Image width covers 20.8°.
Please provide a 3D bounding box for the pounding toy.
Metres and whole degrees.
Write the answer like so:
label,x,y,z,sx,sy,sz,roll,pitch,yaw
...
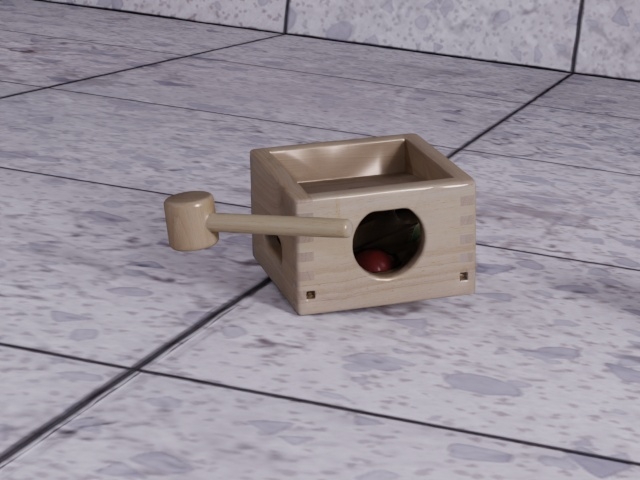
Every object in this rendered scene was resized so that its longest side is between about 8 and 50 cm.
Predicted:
label,x,y,z,sx,sy,sz,roll,pitch,yaw
pounding toy,-0.003,0.004,1.178,0.206,0.094,0.181,-7,20,-15
